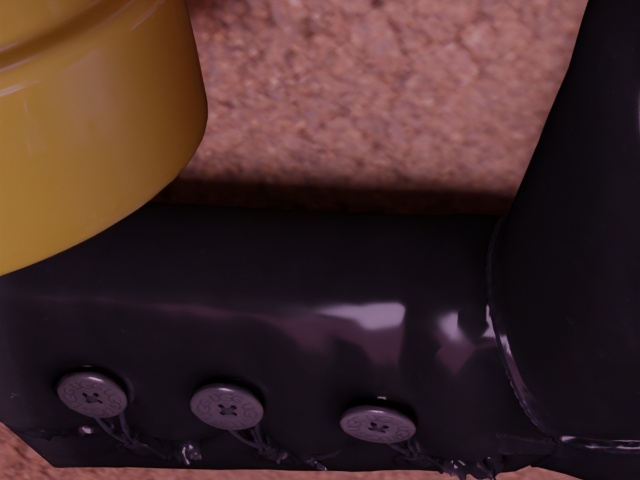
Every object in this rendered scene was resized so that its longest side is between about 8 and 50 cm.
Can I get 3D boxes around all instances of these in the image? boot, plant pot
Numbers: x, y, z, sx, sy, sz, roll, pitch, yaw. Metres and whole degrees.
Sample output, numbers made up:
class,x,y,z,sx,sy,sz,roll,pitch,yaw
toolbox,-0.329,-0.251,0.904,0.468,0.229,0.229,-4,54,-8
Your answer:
class,x,y,z,sx,sy,sz,roll,pitch,yaw
boot,0.000,0.002,0.818,0.445,0.146,0.367,5,135,22
plant pot,-0.190,-0.135,0.670,0.254,0.254,0.239,1,119,19
